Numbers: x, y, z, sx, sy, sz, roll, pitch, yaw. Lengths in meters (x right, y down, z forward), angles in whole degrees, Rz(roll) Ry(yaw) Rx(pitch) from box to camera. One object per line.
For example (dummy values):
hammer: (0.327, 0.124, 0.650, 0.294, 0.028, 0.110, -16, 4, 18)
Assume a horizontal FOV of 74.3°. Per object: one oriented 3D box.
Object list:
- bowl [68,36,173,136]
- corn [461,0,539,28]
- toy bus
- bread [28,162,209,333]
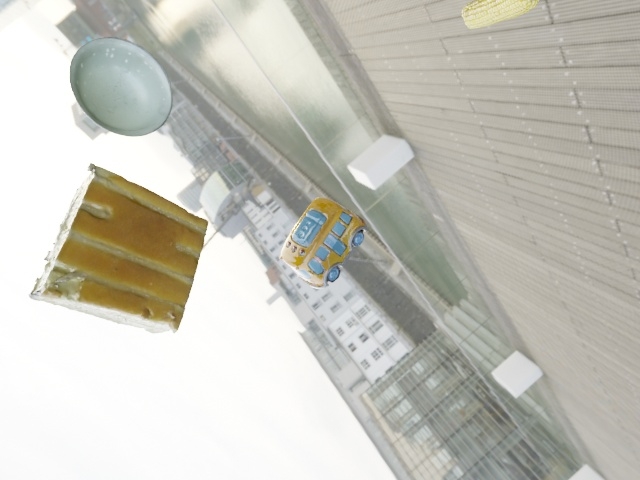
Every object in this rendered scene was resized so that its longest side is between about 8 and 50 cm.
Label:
bowl: (-0.663, -0.481, 1.395, 0.146, 0.313, 0.313, -5, 131, 51)
corn: (0.533, -0.699, 1.257, 0.093, 0.093, 0.244, 51, 168, -25)
toy bus: (0.000, 0.000, 1.006, 0.126, 0.209, 0.136, 31, 175, 40)
bread: (-0.339, 0.025, 0.743, 0.246, 0.111, 0.239, 34, -128, -40)
